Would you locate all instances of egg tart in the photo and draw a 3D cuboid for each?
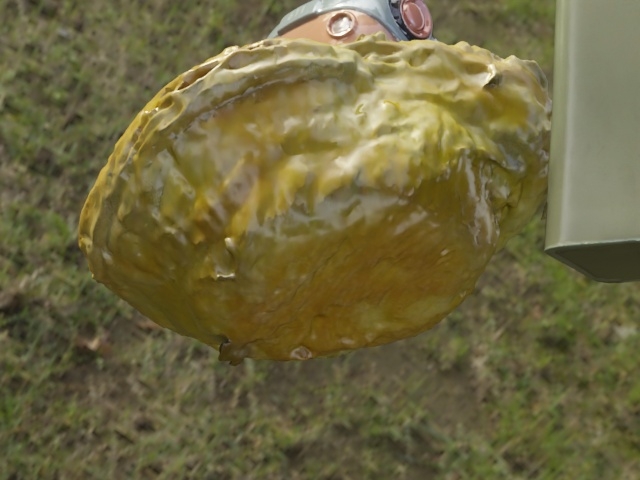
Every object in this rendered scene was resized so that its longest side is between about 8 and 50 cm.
[{"bbox_3d":[0.000,0.000,1.086,0.351,0.339,0.153,8,46,-25],"label":"egg tart"}]

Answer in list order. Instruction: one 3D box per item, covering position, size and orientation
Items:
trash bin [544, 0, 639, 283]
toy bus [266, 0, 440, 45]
[{"bbox_3d":[0.237,-0.104,0.913,0.122,0.164,0.240,21,68,-59],"label":"trash bin"},{"bbox_3d":[0.057,-0.109,1.519,0.287,0.194,0.232,38,52,-32],"label":"toy bus"}]
